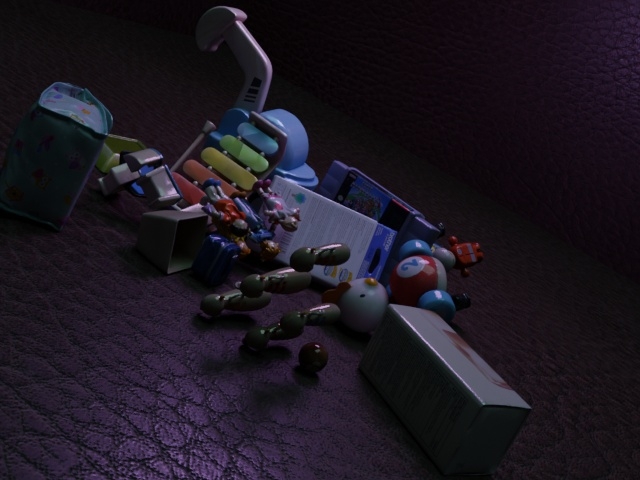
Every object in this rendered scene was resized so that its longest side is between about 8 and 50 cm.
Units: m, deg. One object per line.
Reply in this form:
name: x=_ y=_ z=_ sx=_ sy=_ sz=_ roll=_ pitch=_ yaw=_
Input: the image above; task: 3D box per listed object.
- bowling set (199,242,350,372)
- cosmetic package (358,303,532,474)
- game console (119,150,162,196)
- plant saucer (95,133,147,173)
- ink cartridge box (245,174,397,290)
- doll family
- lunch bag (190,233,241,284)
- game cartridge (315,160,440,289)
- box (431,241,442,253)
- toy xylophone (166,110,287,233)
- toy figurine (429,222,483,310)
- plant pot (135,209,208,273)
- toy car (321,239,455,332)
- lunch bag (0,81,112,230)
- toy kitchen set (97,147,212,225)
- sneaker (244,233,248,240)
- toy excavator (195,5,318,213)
bowling set: x=-0.057 y=0.134 z=1.348 sx=0.154 sy=0.287 sz=0.200 roll=-6 pitch=69 yaw=-48
cosmetic package: x=0.211 y=0.258 z=1.388 sx=0.129 sy=0.153 sz=0.296 roll=12 pitch=24 yaw=-34
game console: x=-0.406 y=-0.154 z=1.841 sx=0.071 sy=0.107 sz=0.122 roll=3 pitch=0 yaw=38
plant saucer: x=-0.486 y=-0.214 z=1.935 sx=0.188 sy=0.045 sz=0.188 roll=8 pitch=25 yaw=-44
ink cartridge box: x=0.000 y=0.000 z=1.780 sx=0.311 sy=0.186 sz=0.065 roll=23 pitch=-17 yaw=-3
doll family: x=-0.156 y=-0.032 z=1.657 sx=0.263 sy=0.118 sz=0.163 roll=-7 pitch=57 yaw=-54
lunch bag: x=-0.199 y=0.037 z=1.535 sx=0.065 sy=0.098 sz=0.067 roll=34 pitch=14 yaw=15
game cartridge: x=0.103 y=-0.024 z=1.893 sx=0.068 sy=0.230 sz=0.355 roll=7 pitch=25 yaw=-49
box: x=0.239 y=-0.009 z=2.341 sx=0.233 sy=0.044 sz=0.159 roll=30 pitch=18 yaw=14
toy xylophone: x=-0.236 y=-0.164 z=1.814 sx=0.236 sy=0.323 sz=0.081 roll=28 pitch=-20 yaw=14
toy figurine: x=0.267 y=0.072 z=1.899 sx=0.148 sy=0.213 sz=0.209 roll=-10 pitch=34 yaw=-36
plant pot: x=-0.297 y=-0.009 z=1.533 sx=0.096 sy=0.109 sz=0.109 roll=20 pitch=15 yaw=21
toy car: x=0.124 y=0.119 z=1.615 sx=0.238 sy=0.210 sz=0.219 roll=8 pitch=32 yaw=-14
lunch bag: x=-0.511 y=-0.176 z=1.507 sx=0.160 sy=0.223 sz=0.262 roll=24 pitch=15 yaw=-24
toy kitchen set: x=-0.356 y=-0.086 z=1.693 sx=0.122 sy=0.166 sz=0.207 roll=-26 pitch=88 yaw=-49
sneaker: x=-0.141 y=-0.009 z=1.823 sx=0.135 sy=0.052 sz=0.058 roll=29 pitch=9 yaw=-2
toy excavator: x=-0.165 y=-0.306 z=1.974 sx=0.433 sy=0.445 sz=0.222 roll=29 pitch=18 yaw=9
